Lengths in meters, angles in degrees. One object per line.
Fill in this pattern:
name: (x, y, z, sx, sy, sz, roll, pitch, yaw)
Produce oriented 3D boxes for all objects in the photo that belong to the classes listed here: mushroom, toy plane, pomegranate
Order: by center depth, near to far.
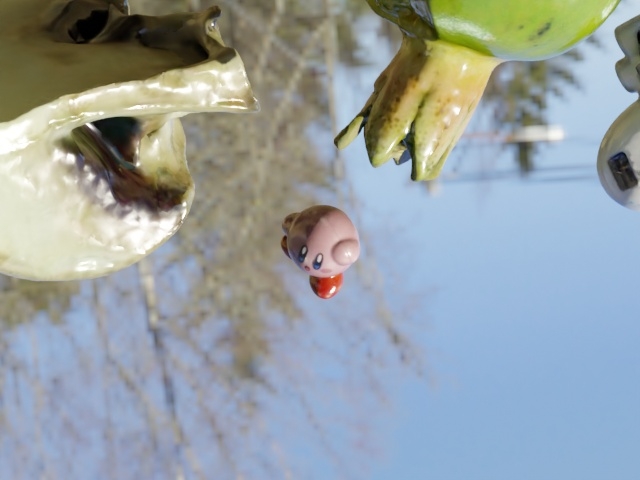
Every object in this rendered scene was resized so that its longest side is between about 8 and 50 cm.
pomegranate: (0.109, -0.188, 1.297, 0.236, 0.302, 0.236, 13, -172, -2)
toy plane: (0.333, -0.097, 1.440, 0.244, 0.245, 0.117, 0, -172, 26)
mushroom: (-0.217, -0.099, 1.489, 0.292, 0.212, 0.217, -27, -142, -18)

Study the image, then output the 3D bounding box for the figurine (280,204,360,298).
figurine: (0.000, 0.000, 1.681, 0.083, 0.071, 0.067, 37, -121, 17)
